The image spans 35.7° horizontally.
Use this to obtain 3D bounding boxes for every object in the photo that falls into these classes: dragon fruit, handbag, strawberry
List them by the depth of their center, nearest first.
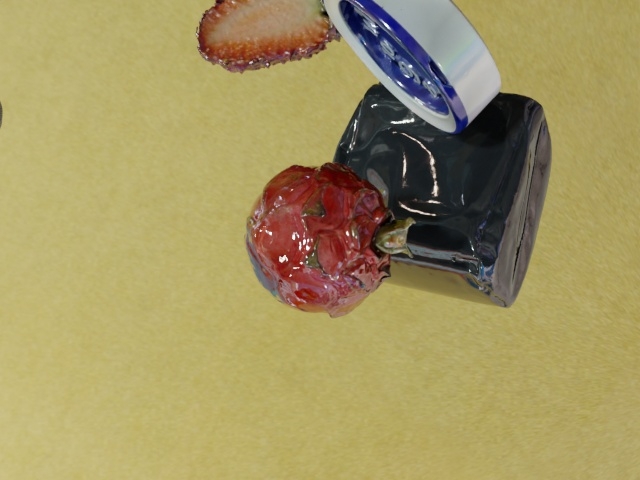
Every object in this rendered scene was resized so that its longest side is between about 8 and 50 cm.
[{"bbox_3d":[0.000,0.000,1.114,0.209,0.172,0.172,17,89,53],"label":"dragon fruit"},{"bbox_3d":[0.161,-0.066,1.337,0.301,0.178,0.275,10,69,40],"label":"handbag"},{"bbox_3d":[-0.074,-0.316,1.401,0.208,0.087,0.167,-12,80,0],"label":"strawberry"}]

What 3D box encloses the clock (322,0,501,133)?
[{"bbox_3d":[0.106,-0.230,1.156,0.083,0.230,0.230,-43,68,0],"label":"clock"}]

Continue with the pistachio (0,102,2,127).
[{"bbox_3d":[-0.415,-0.154,0.955,0.226,0.136,0.136,27,94,-6],"label":"pistachio"}]
